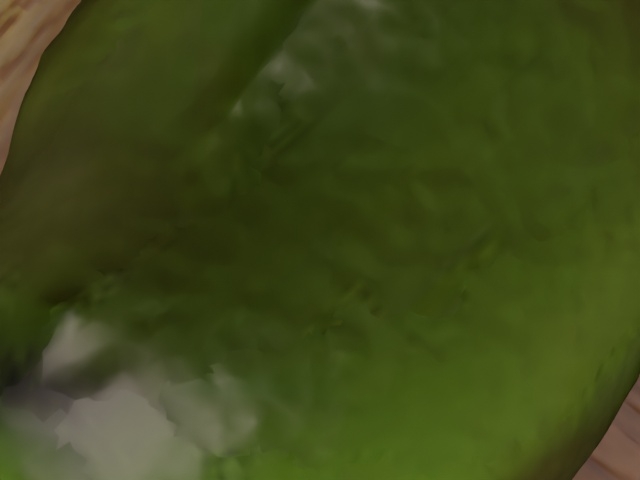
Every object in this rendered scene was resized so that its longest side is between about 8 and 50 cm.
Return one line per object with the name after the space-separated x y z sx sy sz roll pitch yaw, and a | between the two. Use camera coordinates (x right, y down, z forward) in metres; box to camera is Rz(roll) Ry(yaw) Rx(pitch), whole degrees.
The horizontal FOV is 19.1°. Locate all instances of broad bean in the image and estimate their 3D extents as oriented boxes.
0.000 0.000 0.521 0.189 0.121 0.263 40 87 3 | broad bean
